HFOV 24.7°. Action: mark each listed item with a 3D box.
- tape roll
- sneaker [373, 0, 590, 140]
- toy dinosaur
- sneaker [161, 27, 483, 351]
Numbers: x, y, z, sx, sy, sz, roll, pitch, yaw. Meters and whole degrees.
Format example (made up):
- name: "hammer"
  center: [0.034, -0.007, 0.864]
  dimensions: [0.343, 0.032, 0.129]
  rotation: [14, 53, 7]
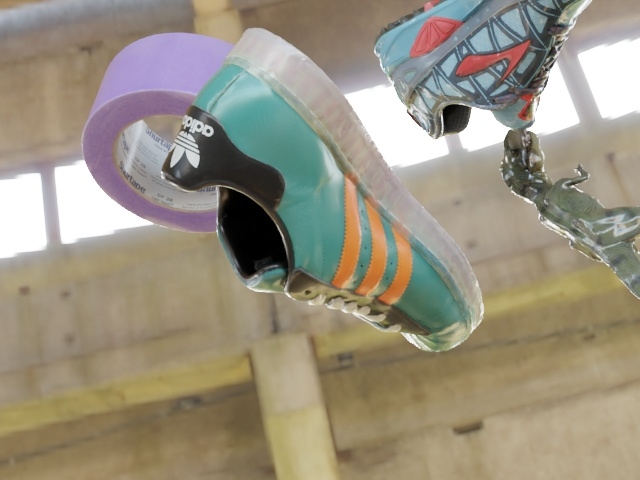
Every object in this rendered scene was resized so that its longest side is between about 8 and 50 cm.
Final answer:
- name: "tape roll"
  center: [-0.123, -0.098, 1.370]
  dimensions: [0.189, 0.080, 0.189]
  rotation: [8, -41, 7]
- name: "sneaker"
  center: [0.161, -0.154, 1.161]
  dimensions: [0.104, 0.125, 0.262]
  rotation: [-21, -1, -39]
- name: "toy dinosaur"
  center: [0.249, -0.007, 1.186]
  dimensions: [0.118, 0.268, 0.064]
  rotation: [-6, -55, -30]
- name: "sneaker"
  center: [0.000, 0.000, 0.973]
  dimensions: [0.121, 0.108, 0.302]
  rotation: [-50, -50, -12]
